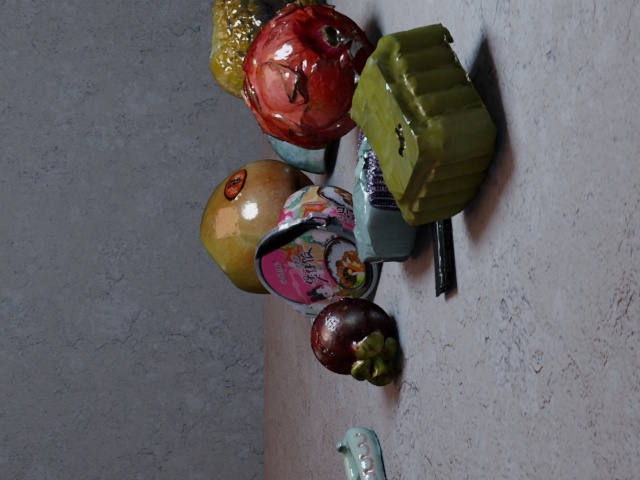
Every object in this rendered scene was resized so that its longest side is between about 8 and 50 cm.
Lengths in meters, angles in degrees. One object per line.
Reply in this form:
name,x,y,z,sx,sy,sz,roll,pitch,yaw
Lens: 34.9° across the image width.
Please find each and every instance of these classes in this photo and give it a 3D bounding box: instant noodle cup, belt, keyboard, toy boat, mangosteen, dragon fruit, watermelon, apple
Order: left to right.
apple,-0.145,-0.032,2.538,0.338,0.305,0.339,50,-156,-31
watermelon,-0.056,-0.291,2.511,0.175,0.188,0.322,-94,5,-62
dragon fruit,-0.025,-0.343,2.114,0.302,0.295,0.296,121,148,-63
instant noodle cup,0.000,0.000,2.140,0.182,0.258,0.303,-81,8,-45
mangosteen,0.072,0.195,1.943,0.180,0.166,0.166,43,141,33
toy boat,0.081,0.475,2.077,0.134,0.078,0.208,98,166,-46
belt,0.114,-0.098,1.776,0.325,0.122,0.260,98,172,-52
keyboard,0.193,-0.027,1.647,0.072,0.023,0.231,102,167,-73

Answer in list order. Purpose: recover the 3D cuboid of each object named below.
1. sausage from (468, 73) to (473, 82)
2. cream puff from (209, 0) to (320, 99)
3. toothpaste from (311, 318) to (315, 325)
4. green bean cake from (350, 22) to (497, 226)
sausage,0.200,-0.208,1.548,0.050,0.048,0.145,-52,-5,-26
cream puff,-0.145,-0.541,2.639,0.343,0.327,0.231,-50,7,-14
toothpaste,0.055,0.209,2.264,0.299,0.073,0.114,-156,66,-70
green bean cake,0.141,-0.164,1.496,0.233,0.124,0.236,108,143,-57
